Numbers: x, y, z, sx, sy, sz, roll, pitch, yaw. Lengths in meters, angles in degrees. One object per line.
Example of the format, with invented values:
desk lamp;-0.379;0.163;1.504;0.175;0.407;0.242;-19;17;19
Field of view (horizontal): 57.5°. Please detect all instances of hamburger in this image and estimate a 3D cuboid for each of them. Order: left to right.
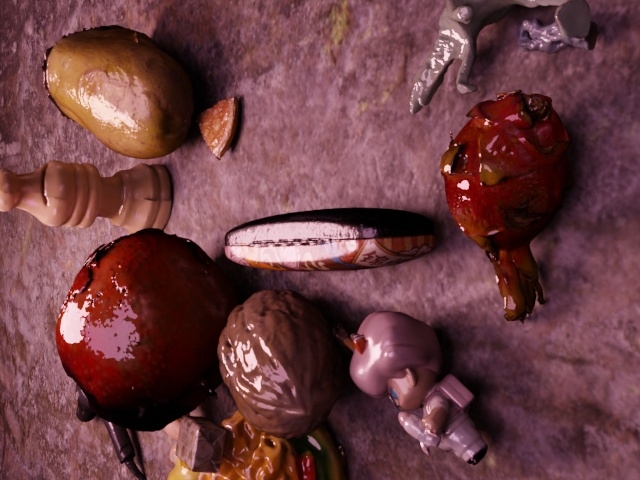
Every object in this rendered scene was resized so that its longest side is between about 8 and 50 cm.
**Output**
hamburger;-0.085;0.351;0.849;0.237;0.148;0.237;3;94;43

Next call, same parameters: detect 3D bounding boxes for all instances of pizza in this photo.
pizza;-0.163;-0.201;0.986;0.099;0.029;0.100;-45;64;27

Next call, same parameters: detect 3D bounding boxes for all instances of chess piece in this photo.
chess piece;-0.431;-0.076;1.053;0.138;0.307;0.124;-35;67;39

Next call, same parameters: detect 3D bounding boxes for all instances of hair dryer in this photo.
hair dryer;-0.459;0.417;1.268;0.272;0.091;0.235;58;137;20

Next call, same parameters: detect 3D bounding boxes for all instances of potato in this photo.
potato;-0.330;-0.256;1.041;0.266;0.229;0.229;32;114;22

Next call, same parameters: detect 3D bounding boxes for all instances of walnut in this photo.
walnut;-0.050;0.167;0.780;0.230;0.178;0.178;-135;56;-63

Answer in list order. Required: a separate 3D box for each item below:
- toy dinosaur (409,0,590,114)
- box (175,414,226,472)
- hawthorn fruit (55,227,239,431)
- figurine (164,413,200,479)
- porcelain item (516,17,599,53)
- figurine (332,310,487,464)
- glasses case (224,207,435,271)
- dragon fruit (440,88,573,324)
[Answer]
toy dinosaur;0.209;-0.277;0.551;0.393;0.092;0.205;-59;16;18
box;-0.168;0.283;0.815;0.098;0.045;0.062;-14;65;61
hawthorn fruit;-0.273;0.144;0.930;0.315;0.316;0.316;3;94;44
figurine;-0.216;0.364;0.997;0.246;0.131;0.156;57;161;25
porcelain item;0.235;-0.208;0.591;0.083;0.028;0.036;23;143;44
figurine;0.107;0.159;0.679;0.112;0.137;0.229;-43;62;0
glasses case;0.000;0.000;0.766;0.321;0.122;0.082;-3;88;44
dragon fruit;0.191;-0.026;0.594;0.125;0.125;0.246;-145;39;-70
